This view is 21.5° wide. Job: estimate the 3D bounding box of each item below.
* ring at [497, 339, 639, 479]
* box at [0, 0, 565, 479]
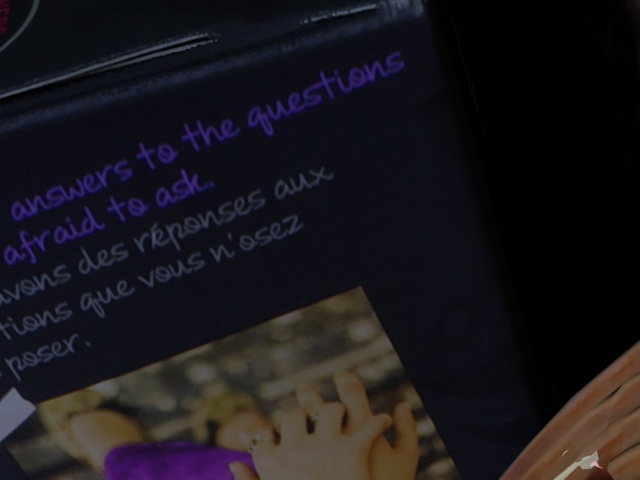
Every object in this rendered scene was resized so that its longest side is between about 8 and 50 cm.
[{"bbox_3d":[0.023,0.156,0.238,0.032,0.337,0.336,26,179,-7],"label":"ring"},{"bbox_3d":[-0.014,0.025,0.450,0.165,0.143,0.270,-95,-11,-53],"label":"box"}]
